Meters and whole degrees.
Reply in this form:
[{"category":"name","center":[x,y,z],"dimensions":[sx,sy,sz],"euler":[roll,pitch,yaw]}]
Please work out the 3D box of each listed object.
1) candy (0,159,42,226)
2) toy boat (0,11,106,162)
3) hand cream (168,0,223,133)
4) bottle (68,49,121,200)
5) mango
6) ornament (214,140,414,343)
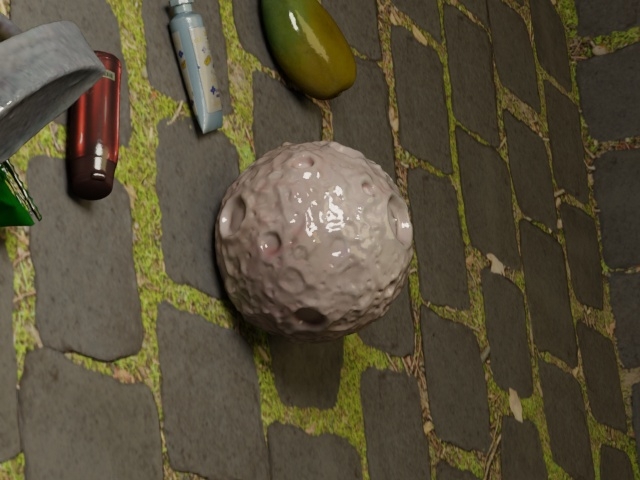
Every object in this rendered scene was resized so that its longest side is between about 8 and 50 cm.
[{"category":"candy","center":[-0.345,-0.058,1.565],"dimensions":[0.141,0.078,0.203],"euler":[70,22,-8]},{"category":"toy boat","center":[-0.364,-0.174,1.503],"dimensions":[0.293,0.111,0.276],"euler":[31,43,-5]},{"category":"hand cream","center":[-0.155,-0.221,2.066],"dimensions":[0.065,0.043,0.171],"euler":[-29,105,-67]},{"category":"bottle","center":[-0.250,-0.125,1.813],"dimensions":[0.060,0.060,0.164],"euler":[36,46,-53]},{"category":"mango","center":[-0.021,-0.286,2.313],"dimensions":[0.195,0.091,0.130],"euler":[64,29,-13]},{"category":"ornament","center":[0.000,0.000,2.055],"dimensions":[0.259,0.225,0.259],"euler":[37,46,-51]}]
